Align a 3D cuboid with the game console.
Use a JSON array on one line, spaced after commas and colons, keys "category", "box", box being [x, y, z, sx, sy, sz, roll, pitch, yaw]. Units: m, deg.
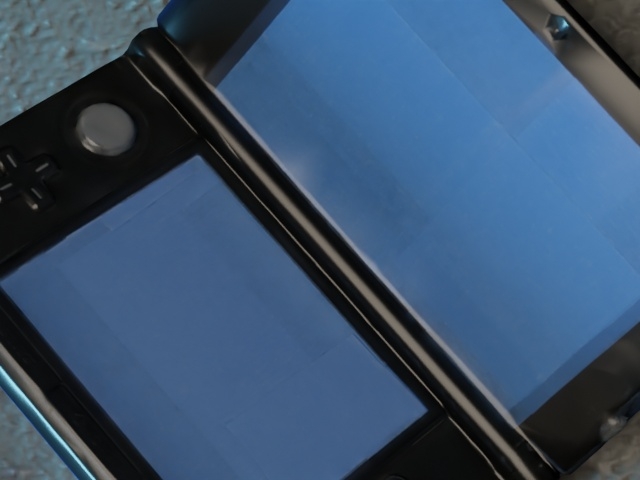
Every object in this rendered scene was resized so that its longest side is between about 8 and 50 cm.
[{"category": "game console", "box": [0.000, 0.000, 0.804, 0.293, 0.250, 0.173, 48, 147, 11]}]
